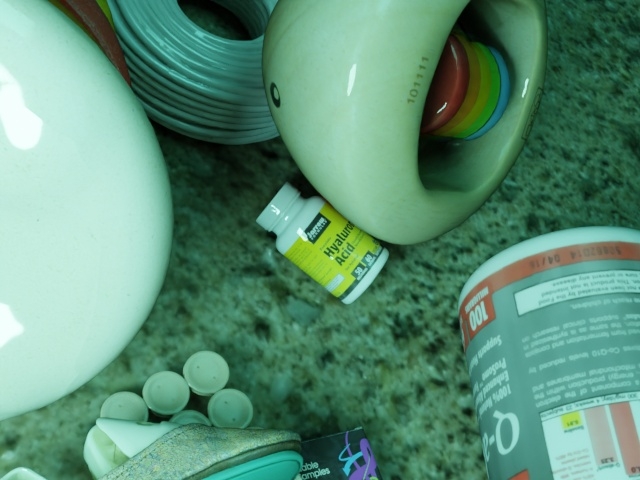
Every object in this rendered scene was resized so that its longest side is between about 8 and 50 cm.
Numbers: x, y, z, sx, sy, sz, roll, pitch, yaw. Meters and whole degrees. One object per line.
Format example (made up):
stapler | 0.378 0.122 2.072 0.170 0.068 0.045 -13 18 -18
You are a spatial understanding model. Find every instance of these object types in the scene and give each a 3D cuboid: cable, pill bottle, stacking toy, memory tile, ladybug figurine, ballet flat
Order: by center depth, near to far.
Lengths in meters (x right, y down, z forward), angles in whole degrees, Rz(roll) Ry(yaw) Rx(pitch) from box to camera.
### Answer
ballet flat | -0.155 0.182 0.720 0.316 0.107 0.106 -24 58 -35
stacking toy | -0.266 -0.130 0.801 0.350 0.350 0.480 24 31 -16
memory tile | -0.092 0.164 0.820 0.113 0.012 0.148 -27 72 -26
pill bottle | 0.246 0.188 0.905 0.210 0.210 0.363 11 54 -26
pill bottle | 0.000 0.000 0.977 0.116 0.065 0.065 38 47 -3
ladybug figurine | 0.085 -0.154 0.993 0.162 0.305 0.449 20 7 25
cable | -0.106 -0.216 1.040 0.257 0.089 0.257 -3 62 -34

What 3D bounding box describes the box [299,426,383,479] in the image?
box | 0.011 0.237 0.847 0.116 0.029 0.162 -6 64 -33
